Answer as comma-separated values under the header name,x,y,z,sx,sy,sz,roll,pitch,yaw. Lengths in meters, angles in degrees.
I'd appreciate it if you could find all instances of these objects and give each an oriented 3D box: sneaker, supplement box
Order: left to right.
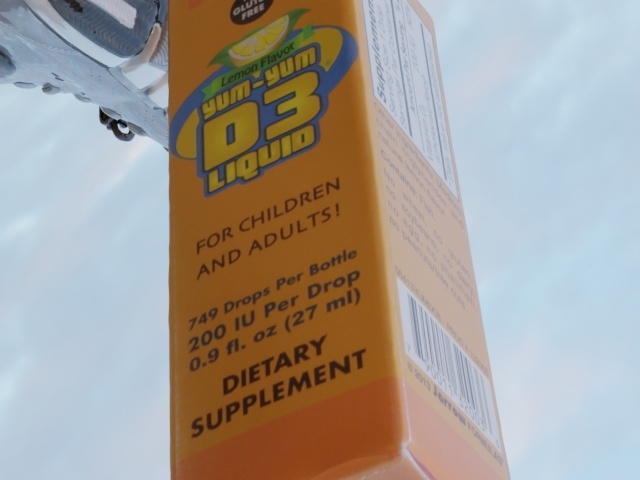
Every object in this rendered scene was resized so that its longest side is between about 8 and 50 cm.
name,x,y,z,sx,sy,sz,roll,pitch,yaw
sneaker,-0.091,-0.083,0.784,0.132,0.229,0.086,1,-114,35
supplement box,0.000,0.000,0.538,0.078,0.080,0.233,-24,-137,19

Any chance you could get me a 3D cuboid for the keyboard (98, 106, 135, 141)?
name,x,y,z,sx,sy,sz,roll,pitch,yaw
keyboard,-0.065,-0.152,0.958,0.201,0.033,0.317,-30,-122,18
